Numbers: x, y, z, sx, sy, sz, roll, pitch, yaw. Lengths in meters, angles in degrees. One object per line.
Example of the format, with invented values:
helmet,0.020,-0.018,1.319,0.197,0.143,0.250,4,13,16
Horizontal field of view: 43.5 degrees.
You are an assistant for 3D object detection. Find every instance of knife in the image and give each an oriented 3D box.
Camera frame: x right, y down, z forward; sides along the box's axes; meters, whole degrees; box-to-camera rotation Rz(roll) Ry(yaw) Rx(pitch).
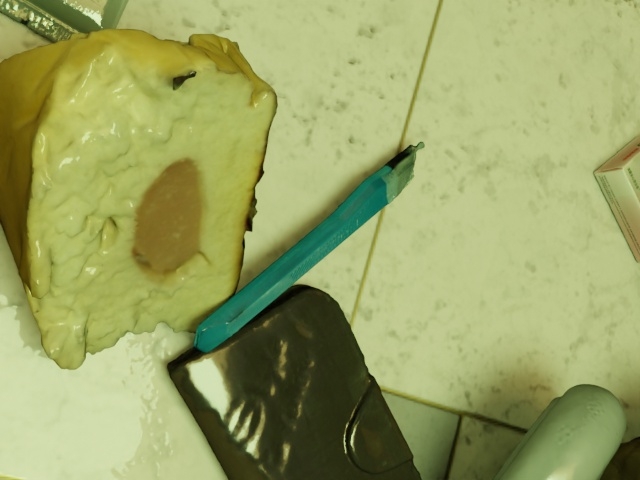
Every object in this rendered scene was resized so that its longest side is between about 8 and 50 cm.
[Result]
knife,-0.002,-0.001,0.703,0.026,0.044,0.296,36,56,24

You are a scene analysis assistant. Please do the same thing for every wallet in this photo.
wallet,0.003,0.200,0.707,0.165,0.042,0.310,-29,100,-23

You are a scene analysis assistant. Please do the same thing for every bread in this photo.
bread,-0.123,-0.036,0.562,0.183,0.211,0.224,-13,88,-33

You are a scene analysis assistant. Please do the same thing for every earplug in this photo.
earplug,0.207,0.289,0.714,0.214,0.175,0.326,10,85,-67

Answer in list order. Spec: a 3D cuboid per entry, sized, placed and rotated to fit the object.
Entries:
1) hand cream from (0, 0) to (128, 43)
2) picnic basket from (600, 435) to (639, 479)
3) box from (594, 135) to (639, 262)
hand cream,-0.159,-0.319,0.652,0.124,0.077,0.341,29,83,-23
picnic basket,0.441,0.272,0.737,0.291,0.321,0.254,12,61,-31
box,0.373,-0.048,0.903,0.089,0.043,0.125,-37,103,-24
